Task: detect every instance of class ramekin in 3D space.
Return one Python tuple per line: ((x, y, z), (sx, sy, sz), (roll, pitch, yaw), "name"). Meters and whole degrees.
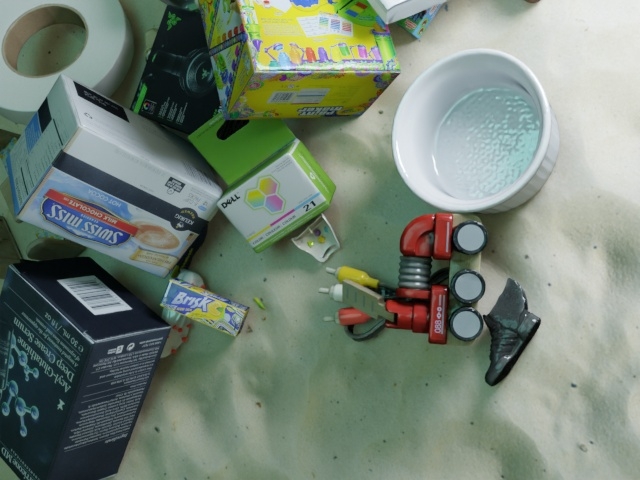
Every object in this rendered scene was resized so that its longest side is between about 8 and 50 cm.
((0.274, -0.175, 1.459), (0.277, 0.135, 0.277), (-5, 80, 30), "ramekin")

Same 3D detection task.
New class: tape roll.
((-0.629, -0.447, 1.971), (0.391, 0.072, 0.392), (-3, 67, 7), "tape roll")

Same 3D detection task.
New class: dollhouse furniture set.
((-0.736, -0.102, 1.969), (0.394, 0.256, 0.362), (-41, 65, 19), "dollhouse furniture set")

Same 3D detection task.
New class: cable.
((0.133, 0.112, 1.534), (0.287, 0.072, 0.140), (-4, 79, 30), "cable")

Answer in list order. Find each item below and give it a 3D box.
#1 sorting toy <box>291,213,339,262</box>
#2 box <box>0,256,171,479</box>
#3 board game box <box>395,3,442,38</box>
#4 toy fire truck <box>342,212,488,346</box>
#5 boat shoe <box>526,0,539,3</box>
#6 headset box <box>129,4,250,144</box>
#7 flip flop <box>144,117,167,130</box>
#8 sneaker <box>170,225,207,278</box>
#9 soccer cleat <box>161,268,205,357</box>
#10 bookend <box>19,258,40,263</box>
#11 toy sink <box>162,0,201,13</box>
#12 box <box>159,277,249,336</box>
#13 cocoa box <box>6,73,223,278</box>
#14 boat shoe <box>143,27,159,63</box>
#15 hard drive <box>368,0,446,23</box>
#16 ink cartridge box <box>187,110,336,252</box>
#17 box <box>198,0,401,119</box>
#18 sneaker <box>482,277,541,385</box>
((0.000, 0.000, 1.650), (0.083, 0.045, 0.075), (-42, 72, 18), "sorting toy")
((-0.534, 0.278, 1.778), (0.293, 0.212, 0.396), (33, 112, 29), "box")
((0.186, -0.515, 1.617), (0.160, 0.039, 0.211), (41, 103, 28), "board game box")
((0.154, 0.061, 1.451), (0.246, 0.158, 0.217), (3, 90, 7), "toy fire truck")
((0.398, -0.546, 1.468), (0.095, 0.095, 0.257), (42, 104, 34), "boat shoe")
((-0.239, -0.340, 1.786), (0.283, 0.131, 0.246), (23, 94, 31), "headset box")
((-0.454, -0.248, 1.854), (0.112, 0.277, 0.080), (-57, 16, 9), "flip flop")
((-0.294, 0.009, 1.812), (0.059, 0.053, 0.144), (39, 101, 31), "sneaker")
((-0.306, 0.153, 1.795), (0.076, 0.068, 0.196), (31, 98, 45), "soccer cleat")
((-0.630, 0.134, 1.930), (0.072, 0.156, 0.157), (30, 99, 30), "bookend")
((-0.271, -0.568, 1.828), (0.131, 0.152, 0.234), (-12, 78, 28), "toy sink")
((-0.233, 0.134, 1.717), (0.168, 0.054, 0.059), (22, 95, 4), "box")
((-0.412, -0.121, 1.700), (0.228, 0.347, 0.231), (-50, 39, 15), "cocoa box")
((-0.366, -0.412, 1.913), (0.063, 0.059, 0.170), (-30, 69, 23), "boat shoe")
((0.126, -0.560, 1.539), (0.233, 0.047, 0.353), (-25, 65, -15), "hard drive")
((-0.123, -0.133, 1.631), (0.188, 0.097, 0.255), (-33, 107, 22), "ink cartridge box")
((-0.045, -0.387, 1.562), (0.177, 0.289, 0.279), (-41, 58, 59), "box")
((0.308, 0.155, 1.441), (0.089, 0.051, 0.170), (37, 97, 29), "sneaker")
